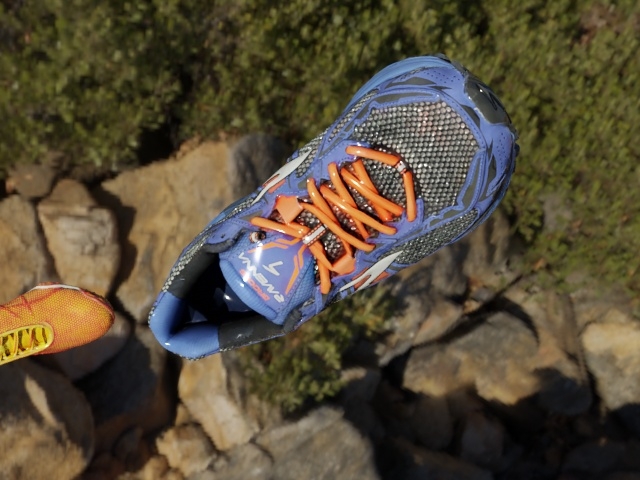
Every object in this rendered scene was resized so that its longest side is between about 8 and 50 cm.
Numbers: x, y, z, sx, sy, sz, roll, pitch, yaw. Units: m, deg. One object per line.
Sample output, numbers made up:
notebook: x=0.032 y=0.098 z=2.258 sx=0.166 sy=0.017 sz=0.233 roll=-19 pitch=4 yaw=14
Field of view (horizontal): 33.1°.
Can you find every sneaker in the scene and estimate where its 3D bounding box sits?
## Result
sneaker: x=0.000 y=0.000 z=0.479 sx=0.083 sy=0.221 sz=0.087 roll=48 pitch=42 yaw=-3
sneaker: x=-0.244 y=0.076 z=0.823 sx=0.175 sy=0.064 sz=0.067 roll=-9 pitch=35 yaw=-4
